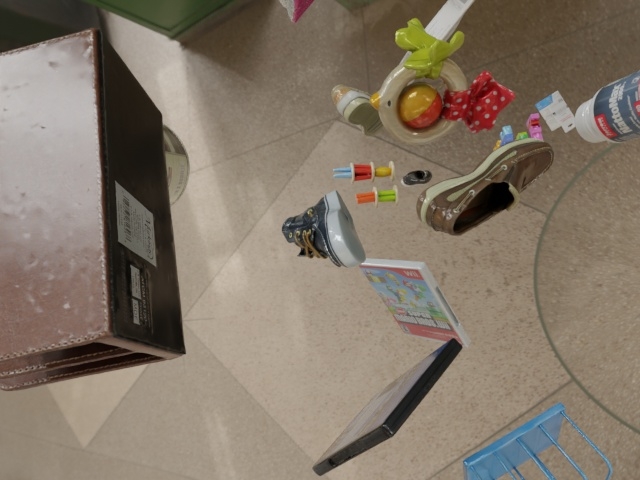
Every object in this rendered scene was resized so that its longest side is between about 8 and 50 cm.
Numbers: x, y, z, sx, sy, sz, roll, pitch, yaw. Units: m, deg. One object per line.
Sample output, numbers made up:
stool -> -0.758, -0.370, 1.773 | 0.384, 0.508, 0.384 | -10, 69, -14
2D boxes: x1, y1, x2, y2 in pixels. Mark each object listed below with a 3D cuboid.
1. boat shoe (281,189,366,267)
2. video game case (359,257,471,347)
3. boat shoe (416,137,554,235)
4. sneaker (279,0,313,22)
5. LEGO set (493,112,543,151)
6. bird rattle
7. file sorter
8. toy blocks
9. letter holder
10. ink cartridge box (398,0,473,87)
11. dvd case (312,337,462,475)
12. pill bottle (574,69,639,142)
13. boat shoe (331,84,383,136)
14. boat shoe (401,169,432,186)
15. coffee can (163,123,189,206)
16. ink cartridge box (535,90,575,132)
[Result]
boat shoe -> 0.000, 0.000, 0.590 | 0.083, 0.183, 0.065 | -30, 107, 9
video game case -> 0.236, 0.156, 1.244 | 0.204, 0.285, 0.025 | 2, 44, 50
boat shoe -> 0.284, -0.078, 0.788 | 0.258, 0.095, 0.095 | -30, 37, -11
sneaker -> -0.041, -0.313, 0.473 | 0.111, 0.252, 0.103 | 39, 84, -5
LEGO set -> 0.512, -0.231, 1.301 | 0.087, 0.227, 0.093 | -10, 74, 6
bird rattle -> 0.206, -0.267, 0.897 | 0.207, 0.254, 0.143 | -39, 41, 19
file sorter -> 0.308, 0.341, 0.707 | 0.170, 0.118, 0.104 | -26, 44, -10
toy blocks -> 0.109, -0.135, 1.200 | 0.148, 0.054, 0.123 | -3, 66, -2
letter holder -> -0.278, -0.020, 0.492 | 0.215, 0.152, 0.301 | -12, 71, 2
ink cartridge box -> 0.354, -0.631, 1.537 | 0.066, 0.261, 0.296 | 39, 84, -2
dvd case -> 0.091, 0.249, 0.719 | 0.022, 0.180, 0.253 | 45, 141, 11
pill bottle -> 0.528, -0.224, 0.834 | 0.180, 0.108, 0.107 | 167, 106, -79
boat shoe -> 0.127, -0.399, 1.488 | 0.113, 0.302, 0.103 | -43, 74, 16
boat shoe -> 0.298, -0.194, 1.492 | 0.046, 0.125, 0.038 | 59, 144, 24
coffee can -> -0.353, -0.129, 0.855 | 0.202, 0.275, 0.201 | -1, 98, -5
ink cartridge box -> 0.493, -0.263, 1.028 | 0.083, 0.048, 0.028 | 58, 158, 0
